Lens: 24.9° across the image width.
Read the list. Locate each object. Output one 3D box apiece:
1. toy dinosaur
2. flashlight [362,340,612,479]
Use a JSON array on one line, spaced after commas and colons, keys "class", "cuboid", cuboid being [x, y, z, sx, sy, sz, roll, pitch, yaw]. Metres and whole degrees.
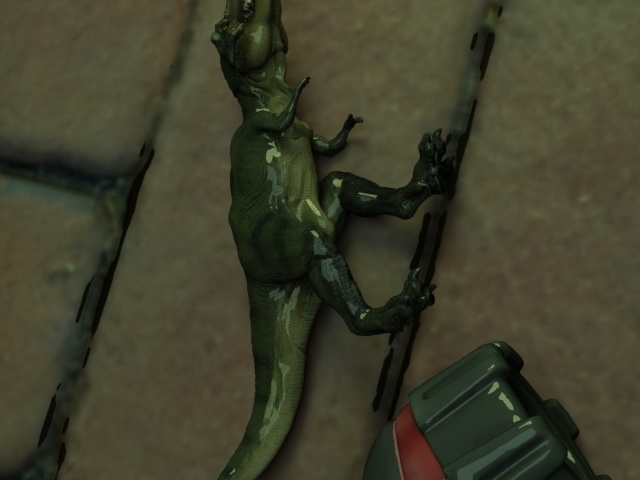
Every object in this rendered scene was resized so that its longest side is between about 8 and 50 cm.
[{"class": "toy dinosaur", "cuboid": [0.000, 0.000, 0.703, 0.118, 0.064, 0.268, -5, 77, 24]}, {"class": "flashlight", "cuboid": [-0.015, 0.169, 0.644, 0.304, 0.103, 0.103, -36, 25, 10]}]
